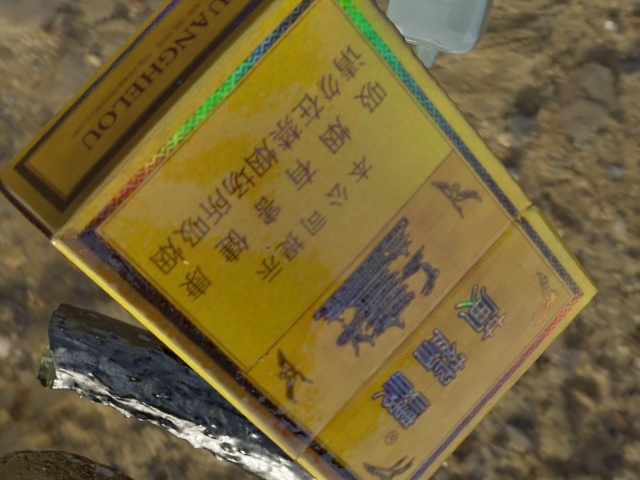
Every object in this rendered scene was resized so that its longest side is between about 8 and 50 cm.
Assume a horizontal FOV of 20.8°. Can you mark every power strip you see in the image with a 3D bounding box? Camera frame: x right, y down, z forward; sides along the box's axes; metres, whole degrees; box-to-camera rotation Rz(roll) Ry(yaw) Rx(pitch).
[{"bbox_3d":[0.134,-0.330,1.490,0.091,0.062,0.385,15,108,6],"label":"power strip"}]

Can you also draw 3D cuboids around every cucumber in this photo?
[{"bbox_3d":[-0.083,0.135,1.390,0.304,0.072,0.081,22,132,5],"label":"cucumber"}]

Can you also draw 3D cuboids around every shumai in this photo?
[{"bbox_3d":[-0.188,0.215,1.311,0.139,0.123,0.105,-6,107,-15],"label":"shumai"}]

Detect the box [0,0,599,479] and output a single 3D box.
[{"bbox_3d":[0.000,0.000,0.924,0.193,0.084,0.301,-47,130,-4],"label":"box"}]
